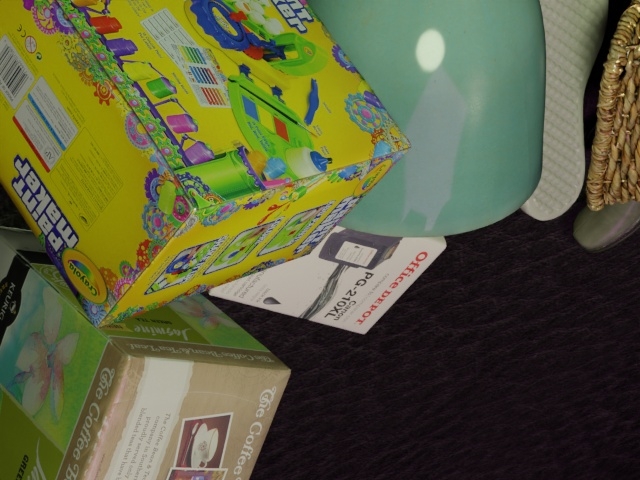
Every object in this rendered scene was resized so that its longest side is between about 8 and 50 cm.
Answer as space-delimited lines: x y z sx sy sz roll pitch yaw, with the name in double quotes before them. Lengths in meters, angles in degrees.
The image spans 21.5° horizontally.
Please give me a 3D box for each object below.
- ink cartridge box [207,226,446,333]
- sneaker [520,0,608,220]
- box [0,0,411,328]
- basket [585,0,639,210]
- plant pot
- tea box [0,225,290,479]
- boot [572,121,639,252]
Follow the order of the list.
"ink cartridge box" 0.000 0.000 1.947 0.237 0.100 0.172 16 128 -36
"sneaker" 0.227 -0.187 1.857 0.126 0.127 0.321 -13 122 -29
"box" -0.129 -0.118 1.448 0.279 0.290 0.177 -18 158 -47
"basket" 0.397 -0.201 1.873 0.223 0.213 0.299 -5 148 2
"plant pot" 0.084 -0.183 1.614 0.293 0.293 0.235 -11 129 -21
"tea box" -0.249 0.202 1.788 0.220 0.323 0.329 9 107 -42
"boot" 0.377 -0.100 2.130 0.161 0.083 0.246 24 118 -43
